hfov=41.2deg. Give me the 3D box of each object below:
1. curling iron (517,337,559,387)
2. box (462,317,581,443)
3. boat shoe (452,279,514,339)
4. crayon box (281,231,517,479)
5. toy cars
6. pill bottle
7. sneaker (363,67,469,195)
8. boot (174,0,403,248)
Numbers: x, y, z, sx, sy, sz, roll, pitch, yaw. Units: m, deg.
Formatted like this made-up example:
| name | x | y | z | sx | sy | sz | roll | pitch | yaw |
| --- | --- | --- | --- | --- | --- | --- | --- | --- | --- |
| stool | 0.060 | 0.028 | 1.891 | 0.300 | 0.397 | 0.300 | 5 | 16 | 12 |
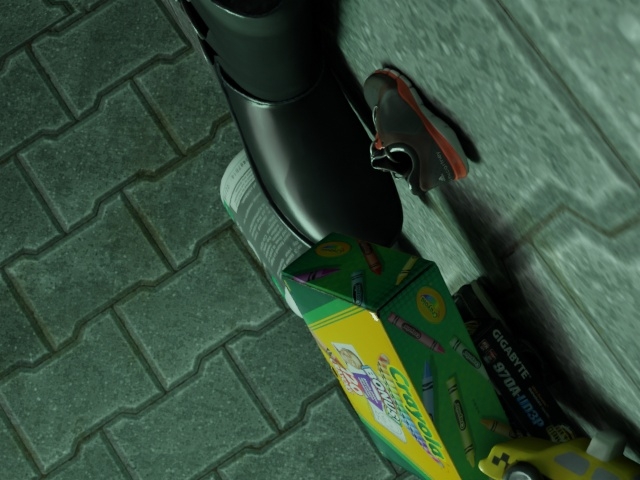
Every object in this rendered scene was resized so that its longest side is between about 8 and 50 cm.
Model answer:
| name | x | y | z | sx | sy | sz | roll | pitch | yaw |
| --- | --- | --- | --- | --- | --- | --- | --- | --- | --- |
| curling iron | 0.241 | 0.171 | 1.013 | 0.068 | 0.035 | 0.274 | 54 | 176 | 23 |
| box | 0.170 | 0.168 | 0.953 | 0.175 | 0.051 | 0.220 | 54 | 159 | -8 |
| boat shoe | 0.174 | 0.106 | 1.011 | 0.084 | 0.079 | 0.233 | 57 | 176 | 14 |
| crayon box | 0.087 | 0.133 | 0.873 | 0.165 | 0.081 | 0.278 | 17 | 140 | 55 |
| toy cars | 0.272 | 0.236 | 0.675 | 0.177 | 0.087 | 0.394 | 17 | -172 | -16 |
| pill bottle | 0.000 | 0.000 | 1.386 | 0.361 | 0.204 | 0.204 | 54 | 176 | 34 |
| sneaker | 0.062 | -0.093 | 0.724 | 0.061 | 0.065 | 0.158 | 58 | 179 | -41 |
| boot | -0.028 | -0.163 | 0.801 | 0.367 | 0.146 | 0.445 | 57 | 173 | 7 |
